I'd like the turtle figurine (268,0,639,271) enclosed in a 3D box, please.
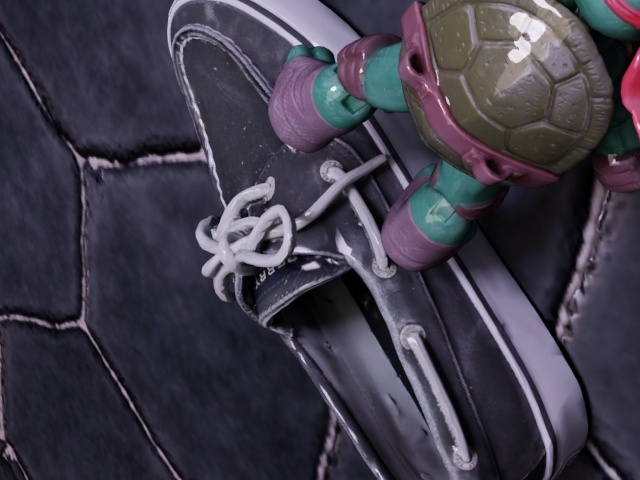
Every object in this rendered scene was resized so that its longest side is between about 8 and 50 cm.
[{"bbox_3d":[0.076,-0.070,0.444,0.234,0.118,0.175,-31,86,54],"label":"turtle figurine"}]

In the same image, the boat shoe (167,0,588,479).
[{"bbox_3d":[-0.002,0.002,0.584,0.306,0.105,0.113,59,142,8],"label":"boat shoe"}]
